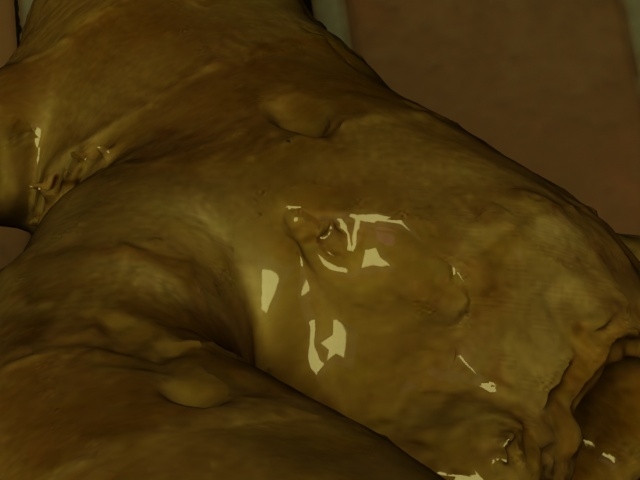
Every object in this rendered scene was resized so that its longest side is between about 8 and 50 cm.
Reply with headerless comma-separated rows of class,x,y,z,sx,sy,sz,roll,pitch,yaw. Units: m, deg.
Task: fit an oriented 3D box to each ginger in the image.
ginger,-0.012,0.017,0.463,0.348,0.363,0.122,27,122,30
